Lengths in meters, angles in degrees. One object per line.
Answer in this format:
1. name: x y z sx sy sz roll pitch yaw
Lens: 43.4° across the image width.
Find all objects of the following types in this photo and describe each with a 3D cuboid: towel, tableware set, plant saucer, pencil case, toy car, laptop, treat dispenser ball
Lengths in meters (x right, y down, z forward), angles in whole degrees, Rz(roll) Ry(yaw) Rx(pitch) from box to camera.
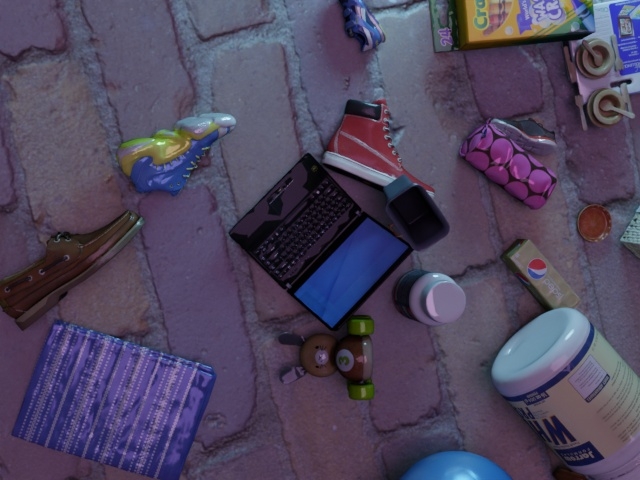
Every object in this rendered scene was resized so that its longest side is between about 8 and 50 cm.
1. towel: -0.395 0.314 1.566 0.336 0.040 0.243 20 89 -10
2. tableware set: 0.602 -0.337 1.712 0.128 0.039 0.194 -16 96 -10
3. plant saucer: 0.602 -0.038 1.774 0.083 0.013 0.083 0 91 -11
4. pencil case: 0.399 -0.159 1.691 0.209 0.095 0.098 36 84 -13
5. toy car: 0.010 0.230 1.600 0.188 0.149 0.155 0 89 0
6. laptop: 0.000 0.000 1.584 0.234 0.136 0.264 -46 105 -8
7. treat dispenser ball: 0.268 0.561 1.576 0.288 0.288 0.288 0 91 -12

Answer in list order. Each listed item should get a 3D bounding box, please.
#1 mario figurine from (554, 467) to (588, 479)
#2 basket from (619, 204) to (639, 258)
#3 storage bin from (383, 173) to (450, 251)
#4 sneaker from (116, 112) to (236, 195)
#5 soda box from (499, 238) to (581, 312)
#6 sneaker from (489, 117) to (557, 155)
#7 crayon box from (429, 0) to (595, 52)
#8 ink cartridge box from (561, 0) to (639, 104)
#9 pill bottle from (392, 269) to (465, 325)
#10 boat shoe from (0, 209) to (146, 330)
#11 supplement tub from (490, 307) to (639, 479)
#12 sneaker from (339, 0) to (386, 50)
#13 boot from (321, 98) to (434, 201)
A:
1. mario figurine: 0.527 0.661 1.739 0.198 0.170 0.320 12 76 24
2. basket: 0.757 0.009 1.759 0.167 0.113 0.103 38 88 -10
3. storage bin: 0.174 -0.057 1.565 0.098 0.091 0.135 -35 117 8
4. sneaker: -0.269 -0.162 1.565 0.240 0.091 0.126 -20 113 -11
5. soda box: 0.471 0.082 1.727 0.061 0.058 0.181 -43 98 -8
6. sneaker: 0.432 -0.234 1.723 0.158 0.061 0.065 20 60 -12
7. crayon box: 0.391 -0.508 1.664 0.323 0.083 0.203 -6 93 -3
8. ink cartridge box: 0.634 -0.414 1.757 0.206 0.045 0.208 -12 93 -10
9. pill bottle: 0.219 0.115 1.612 0.108 0.180 0.108 0 91 -11
10. boat shoe: -0.471 0.033 1.501 0.307 0.111 0.104 -41 100 -8
11. supplement tub: 0.535 0.325 1.647 0.235 0.235 0.325 -43 96 -8
12. sneaker: 0.071 -0.450 1.636 0.059 0.053 0.144 -39 97 -6
13. boot: 0.145 -0.188 1.641 0.244 0.088 0.176 24 85 -8
